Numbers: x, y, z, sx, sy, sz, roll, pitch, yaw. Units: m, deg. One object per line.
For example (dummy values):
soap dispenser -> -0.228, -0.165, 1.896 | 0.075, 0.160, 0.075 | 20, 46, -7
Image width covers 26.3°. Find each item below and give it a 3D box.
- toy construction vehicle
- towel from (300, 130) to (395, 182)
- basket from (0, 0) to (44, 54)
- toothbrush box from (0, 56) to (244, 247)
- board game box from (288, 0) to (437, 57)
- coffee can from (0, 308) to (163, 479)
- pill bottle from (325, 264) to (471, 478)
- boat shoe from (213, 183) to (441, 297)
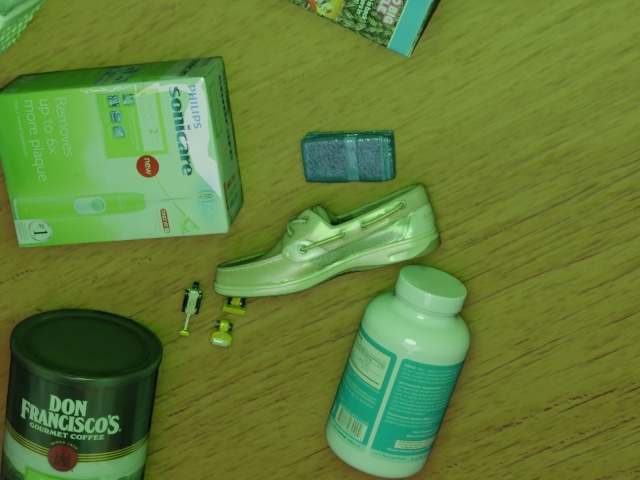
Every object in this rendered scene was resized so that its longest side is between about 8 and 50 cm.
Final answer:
toy construction vehicle -> -0.147, 0.094, 1.875 | 0.086, 0.035, 0.098 | 10, 114, -7
towel -> 0.036, -0.107, 1.771 | 0.119, 0.029, 0.067 | -1, 110, 8
basket -> -0.427, -0.290, 1.703 | 0.113, 0.167, 0.103 | 36, 116, -6
toothbrush box -> -0.257, -0.114, 1.765 | 0.283, 0.122, 0.206 | -4, 110, 9
board game box -> 0.027, -0.384, 1.532 | 0.291, 0.141, 0.232 | 26, 136, 2
coffee can -> -0.330, 0.259, 1.871 | 0.201, 0.201, 0.275 | 12, 112, 4
pill bottle -> 0.108, 0.168, 1.799 | 0.146, 0.146, 0.264 | 19, 112, 1
boat shoe -> 0.000, 0.000, 1.779 | 0.302, 0.109, 0.098 | -14, 102, 7
